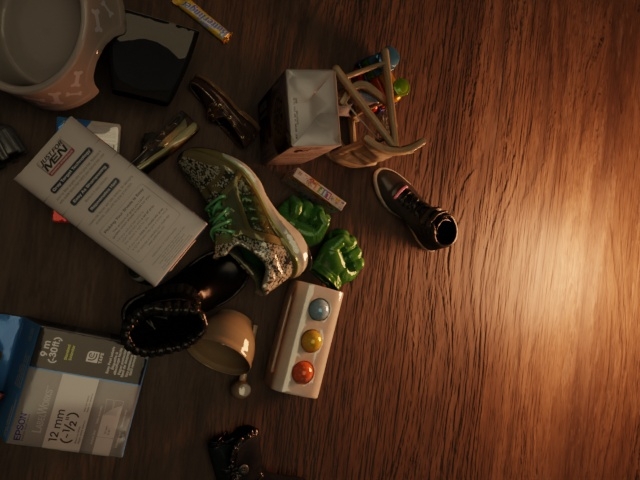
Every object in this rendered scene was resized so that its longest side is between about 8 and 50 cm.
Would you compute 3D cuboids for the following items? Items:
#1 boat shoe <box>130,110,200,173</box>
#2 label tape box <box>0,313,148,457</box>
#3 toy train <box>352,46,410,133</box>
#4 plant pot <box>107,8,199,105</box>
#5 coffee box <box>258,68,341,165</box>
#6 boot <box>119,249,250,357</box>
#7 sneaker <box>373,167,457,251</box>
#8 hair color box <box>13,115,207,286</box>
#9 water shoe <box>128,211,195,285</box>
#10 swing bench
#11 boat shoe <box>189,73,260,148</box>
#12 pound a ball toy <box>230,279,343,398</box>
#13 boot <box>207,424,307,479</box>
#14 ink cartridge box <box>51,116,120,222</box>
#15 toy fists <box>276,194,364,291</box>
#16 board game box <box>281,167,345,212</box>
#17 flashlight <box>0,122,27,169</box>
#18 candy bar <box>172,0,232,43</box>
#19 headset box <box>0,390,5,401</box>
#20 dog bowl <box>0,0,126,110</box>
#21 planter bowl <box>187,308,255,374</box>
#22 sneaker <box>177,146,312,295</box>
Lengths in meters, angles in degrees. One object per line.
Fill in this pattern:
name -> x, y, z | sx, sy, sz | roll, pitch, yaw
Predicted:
boat shoe -> -0.387, -0.224, 1.321 | 0.223, 0.080, 0.073 | -43, 98, -22
label tape box -> -0.574, 0.312, 1.216 | 0.348, 0.115, 0.249 | 16, 83, -22
toy train -> 0.194, -0.391, 1.509 | 0.105, 0.143, 0.248 | -30, 99, -19
plant pot -> -0.395, -0.404, 1.273 | 0.188, 0.188, 0.166 | 10, 96, -21
coffee box -> -0.059, -0.280, 1.328 | 0.119, 0.297, 0.168 | -5, 91, -18
boot -> -0.282, 0.132, 1.252 | 0.348, 0.260, 0.131 | -33, 101, -19
sneaker -> 0.270, -0.090, 1.532 | 0.104, 0.147, 0.295 | -44, 102, -15
hair color box -> -0.428, -0.076, 1.178 | 0.347, 0.105, 0.174 | 40, 82, -9
water shoe -> -0.358, 0.014, 1.296 | 0.073, 0.080, 0.203 | 38, 81, 26
swing bench -> 0.098, -0.306, 1.413 | 0.165, 0.253, 0.254 | -25, 97, -19
boat shoe -> -0.243, -0.315, 1.377 | 0.207, 0.073, 0.073 | 41, 74, -15
pound a ball toy -> -0.079, 0.259, 1.396 | 0.208, 0.136, 0.319 | 18, 82, -20
boot -> -0.147, 0.561, 1.384 | 0.247, 0.094, 0.207 | -6, 95, -15
ink cartridge box -> -0.525, -0.150, 1.261 | 0.134, 0.078, 0.230 | 4, 88, -20
toy fists -> 0.000, 0.000, 1.453 | 0.279, 0.096, 0.142 | 42, 74, -14
board game box -> -0.020, -0.126, 1.443 | 0.154, 0.103, 0.026 | 35, 77, -17
flashlight -> -0.731, -0.305, 1.174 | 0.103, 0.103, 0.304 | -34, 100, -21
candy bar -> -0.290, -0.553, 1.393 | 0.161, 0.018, 0.040 | 37, 77, -16
headset box -> -0.795, 0.350, 1.093 | 0.218, 0.110, 0.293 | 28, 78, 5
dog bowl -> -0.575, -0.446, 1.138 | 0.349, 0.102, 0.348 | 2, 97, 14
planter bowl -> -0.225, 0.233, 1.341 | 0.162, 0.162, 0.109 | 34, 51, -17
sneaker -> -0.200, -0.040, 1.300 | 0.410, 0.158, 0.182 | 47, 46, -5
